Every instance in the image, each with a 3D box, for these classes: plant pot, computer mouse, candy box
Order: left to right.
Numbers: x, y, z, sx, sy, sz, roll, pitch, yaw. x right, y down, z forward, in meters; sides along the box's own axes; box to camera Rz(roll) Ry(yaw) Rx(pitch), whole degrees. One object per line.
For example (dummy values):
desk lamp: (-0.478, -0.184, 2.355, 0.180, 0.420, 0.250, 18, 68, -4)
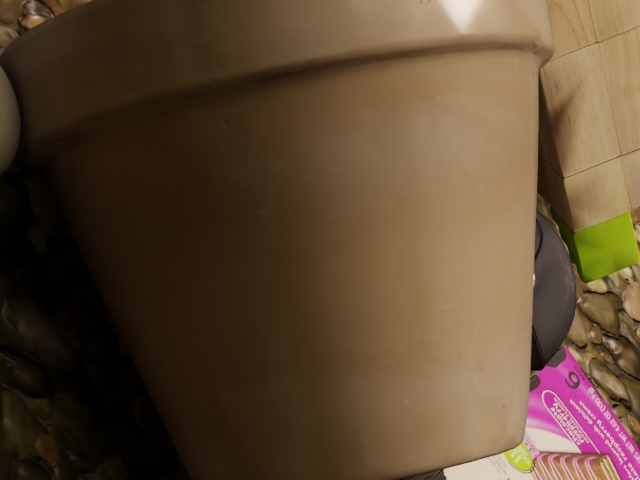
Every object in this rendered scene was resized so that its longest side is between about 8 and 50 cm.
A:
plant pot: (0.000, 0.000, 1.126, 0.323, 0.323, 0.280, -7, 83, -50)
computer mouse: (0.109, -0.033, 1.300, 0.262, 0.060, 0.184, -118, -175, -70)
candy box: (0.140, 0.189, 1.289, 0.159, 0.071, 0.233, 54, 37, -1)

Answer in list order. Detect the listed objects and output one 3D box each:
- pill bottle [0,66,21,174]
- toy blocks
pill bottle: (-0.254, -0.042, 1.005, 0.118, 0.117, 0.208, 55, 37, 2)
toy blocks: (0.158, -0.196, 1.484, 0.261, 0.190, 0.381, -123, -166, -58)
